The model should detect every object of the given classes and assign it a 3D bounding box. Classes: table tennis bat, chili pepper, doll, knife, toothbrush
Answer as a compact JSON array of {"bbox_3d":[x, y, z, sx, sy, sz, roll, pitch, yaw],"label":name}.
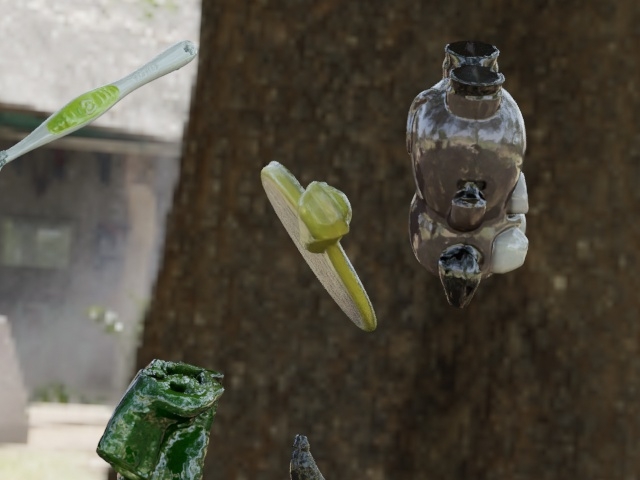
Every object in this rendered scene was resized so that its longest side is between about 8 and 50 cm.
[{"bbox_3d":[0.000,0.000,1.852,0.054,0.224,0.369,-33,-6,-7],"label":"table tennis bat"},{"bbox_3d":[-0.127,0.198,1.098,0.083,0.253,0.099,19,-7,16],"label":"chili pepper"},{"bbox_3d":[0.142,-0.062,1.639,0.117,0.257,0.182,-2,31,5],"label":"doll"},{"bbox_3d":[0.043,0.184,1.058,0.021,0.046,0.222,-3,-29,37],"label":"knife"},{"bbox_3d":[-0.176,-0.099,1.263,0.026,0.022,0.263,-32,5,42],"label":"toothbrush"}]
